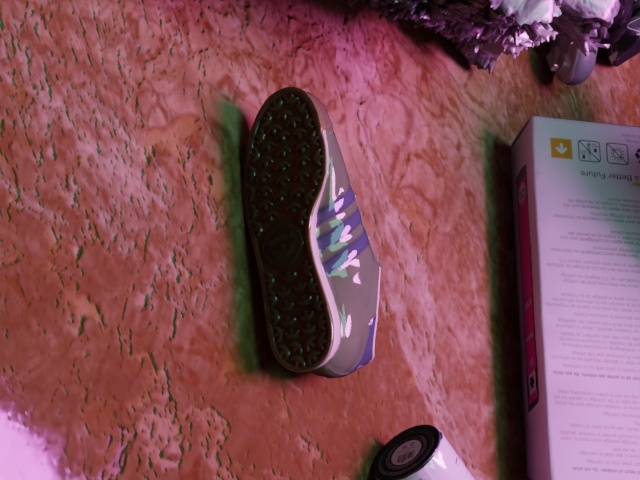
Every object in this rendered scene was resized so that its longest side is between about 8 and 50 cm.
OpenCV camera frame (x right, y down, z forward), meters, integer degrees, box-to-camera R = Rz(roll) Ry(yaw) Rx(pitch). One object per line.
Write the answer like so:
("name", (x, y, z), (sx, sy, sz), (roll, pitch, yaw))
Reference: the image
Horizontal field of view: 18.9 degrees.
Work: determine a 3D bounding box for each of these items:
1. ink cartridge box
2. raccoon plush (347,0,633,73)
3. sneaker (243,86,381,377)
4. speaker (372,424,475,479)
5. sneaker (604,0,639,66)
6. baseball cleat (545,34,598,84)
("ink cartridge box", (0.246, 0.084, 1.490), (0.176, 0.069, 0.371), (5, 64, -12))
("raccoon plush", (0.033, -0.241, 1.385), (0.446, 0.299, 0.216), (8, 82, -19))
("sneaker", (0.000, 0.000, 1.272), (0.086, 0.064, 0.192), (23, 57, -57))
("speaker", (0.094, 0.192, 1.317), (0.136, 0.055, 0.055), (55, 38, -25))
("sneaker", (0.291, -0.221, 1.781), (0.077, 0.072, 0.178), (53, 30, -5))
("baseball cleat", (0.250, -0.218, 1.682), (0.109, 0.072, 0.205), (13, 60, -16))
